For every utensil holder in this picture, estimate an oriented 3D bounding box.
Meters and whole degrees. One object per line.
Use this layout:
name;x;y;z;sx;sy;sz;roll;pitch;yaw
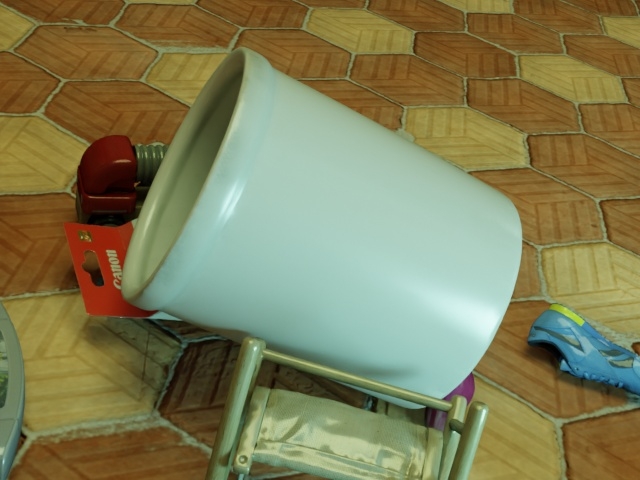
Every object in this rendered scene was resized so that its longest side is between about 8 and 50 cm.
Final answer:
utensil holder;0.000;0.000;1.237;0.385;0.327;0.327;26;29;-18

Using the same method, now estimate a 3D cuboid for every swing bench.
swing bench;0.010;0.254;1.047;0.253;0.255;0.165;16;-6;2

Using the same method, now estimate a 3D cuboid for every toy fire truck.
toy fire truck;-0.230;-0.106;1.458;0.217;0.246;0.158;0;35;-20

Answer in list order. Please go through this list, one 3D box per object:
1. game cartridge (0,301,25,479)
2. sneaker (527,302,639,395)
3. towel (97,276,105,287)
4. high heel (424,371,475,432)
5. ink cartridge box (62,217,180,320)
game cartridge;-0.439;0.164;1.159;0.196;0.060;0.294;3;34;-23
sneaker;0.389;0.177;1.437;0.209;0.069;0.082;35;71;16
towel;-0.241;0.070;1.390;0.119;0.029;0.067;-4;37;-23
high heel;0.162;0.139;1.348;0.082;0.117;0.244;13;33;0
ink cartridge box;-0.210;0.029;1.368;0.232;0.066;0.189;11;34;-34
